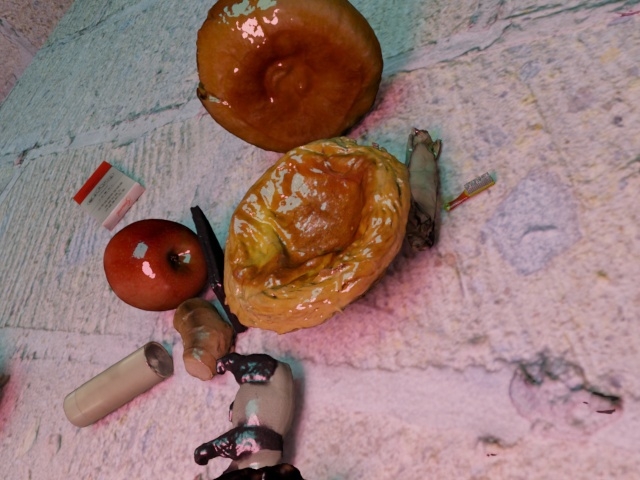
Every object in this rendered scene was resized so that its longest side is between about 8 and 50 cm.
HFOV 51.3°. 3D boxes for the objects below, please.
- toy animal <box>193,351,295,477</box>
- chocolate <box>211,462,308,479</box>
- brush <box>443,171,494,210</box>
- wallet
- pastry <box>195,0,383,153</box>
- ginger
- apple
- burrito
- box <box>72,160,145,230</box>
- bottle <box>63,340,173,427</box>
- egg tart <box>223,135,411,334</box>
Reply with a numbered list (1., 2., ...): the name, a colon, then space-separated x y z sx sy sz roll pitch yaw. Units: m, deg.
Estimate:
1. toy animal: -0.095 0.266 0.926 0.121 0.094 0.225 -11 48 24
2. chocolate: -0.072 0.380 0.725 0.224 0.206 0.177 -42 49 -3
3. brush: 0.216 -0.072 0.986 0.083 0.021 0.018 -33 43 17
4. wallet: -0.178 0.044 1.162 0.025 0.124 0.244 -24 39 -4
5. pastry: -0.061 -0.312 1.213 0.356 0.356 0.163 -24 37 25
6. ginger: -0.201 0.159 1.123 0.095 0.069 0.190 -50 38 7
7. apple: -0.299 0.043 1.220 0.168 0.181 0.181 -18 44 52
8. burrito: 0.153 -0.083 1.021 0.058 0.063 0.229 4 54 11
9. box: -0.543 -0.119 1.696 0.139 0.035 0.245 -54 39 -8
10. bottle: -0.359 0.256 1.179 0.202 0.072 0.072 -32 41 16
11. egg tart: 0.000 0.000 1.016 0.352 0.150 0.351 -24 45 26
